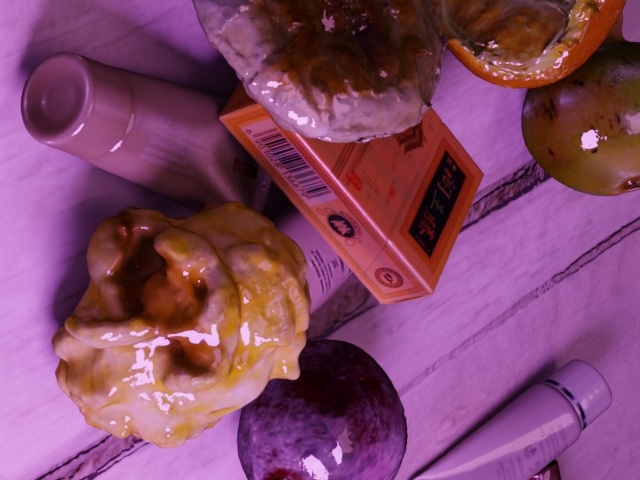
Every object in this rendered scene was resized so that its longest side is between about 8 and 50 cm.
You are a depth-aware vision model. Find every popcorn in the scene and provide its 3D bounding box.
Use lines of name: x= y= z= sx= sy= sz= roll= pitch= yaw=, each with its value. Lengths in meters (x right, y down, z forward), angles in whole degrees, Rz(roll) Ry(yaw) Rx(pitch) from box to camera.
popcorn: x=-0.123 y=0.078 z=1.485 sx=0.256 sy=0.195 sz=0.255 roll=-36 pitch=146 yaw=6

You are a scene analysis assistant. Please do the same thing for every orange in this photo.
orange: x=0.238 y=-0.273 z=1.746 sx=0.237 sy=0.179 sz=0.158 roll=-57 pitch=155 yaw=1

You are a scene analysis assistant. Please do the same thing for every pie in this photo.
pie: x=0.006 y=-0.222 z=1.489 sx=0.306 sy=0.071 sz=0.306 roll=14 pitch=64 yaw=-31

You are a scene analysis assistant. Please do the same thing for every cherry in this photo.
cherry: x=-0.002 y=0.206 z=1.683 sx=0.195 sy=0.195 sz=0.195 roll=-21 pitch=121 yaw=-41

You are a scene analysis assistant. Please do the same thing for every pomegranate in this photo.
pomegranate: x=0.322 y=-0.168 z=1.886 sx=0.159 sy=0.190 sz=0.240 roll=-6 pitch=113 yaw=-20

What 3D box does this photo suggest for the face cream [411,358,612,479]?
face cream: x=0.242 y=0.271 z=2.056 sx=0.314 sy=0.089 sz=0.143 roll=-37 pitch=131 yaw=-22

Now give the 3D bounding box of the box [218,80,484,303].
box: x=0.038 y=-0.092 z=1.587 sx=0.274 sy=0.076 sz=0.174 roll=49 pitch=50 yaw=-27

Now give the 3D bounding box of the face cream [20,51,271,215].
face cream: x=-0.137 y=-0.093 z=1.494 sx=0.341 sy=0.084 sz=0.137 roll=18 pitch=84 yaw=-57

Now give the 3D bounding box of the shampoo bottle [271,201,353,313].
shampoo bottle: x=0.000 y=0.000 z=1.671 sx=0.257 sy=0.078 sz=0.127 roll=-47 pitch=142 yaw=-30

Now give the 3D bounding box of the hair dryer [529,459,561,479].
hair dryer: x=0.374 y=0.410 z=2.265 sx=0.340 sy=0.123 sz=0.312 roll=-26 pitch=113 yaw=-52
